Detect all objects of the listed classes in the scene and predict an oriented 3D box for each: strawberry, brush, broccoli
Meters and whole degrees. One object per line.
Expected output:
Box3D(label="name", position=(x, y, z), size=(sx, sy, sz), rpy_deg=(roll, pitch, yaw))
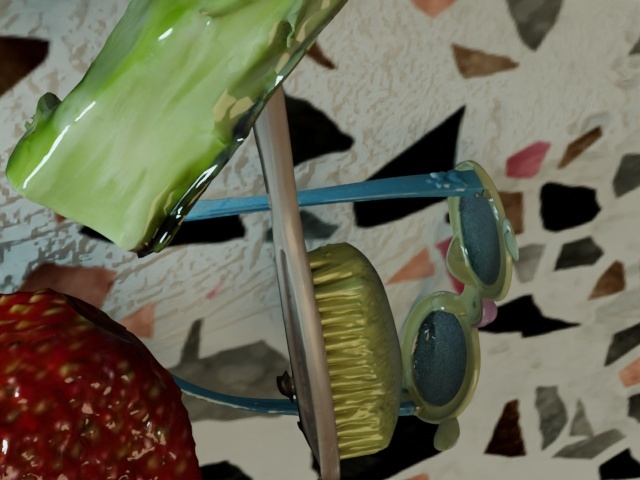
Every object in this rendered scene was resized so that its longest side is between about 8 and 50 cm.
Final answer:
Box3D(label="strawberry", position=(-0.195, 0.150, 1.040), size=(0.250, 0.238, 0.288), rpy_deg=(16, 114, -39))
Box3D(label="brush", position=(0.001, -0.001, 1.036), size=(0.067, 0.072, 0.313), rpy_deg=(-17, 124, -12))
Box3D(label="broccoli", position=(-0.003, -0.160, 0.849), size=(0.221, 0.252, 0.361), rpy_deg=(27, 130, -34))

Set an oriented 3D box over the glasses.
Box3D(label="glasses", position=(-0.002, 0.021, 1.138), size=(0.220, 0.088, 0.190), rpy_deg=(10, 129, -5))
